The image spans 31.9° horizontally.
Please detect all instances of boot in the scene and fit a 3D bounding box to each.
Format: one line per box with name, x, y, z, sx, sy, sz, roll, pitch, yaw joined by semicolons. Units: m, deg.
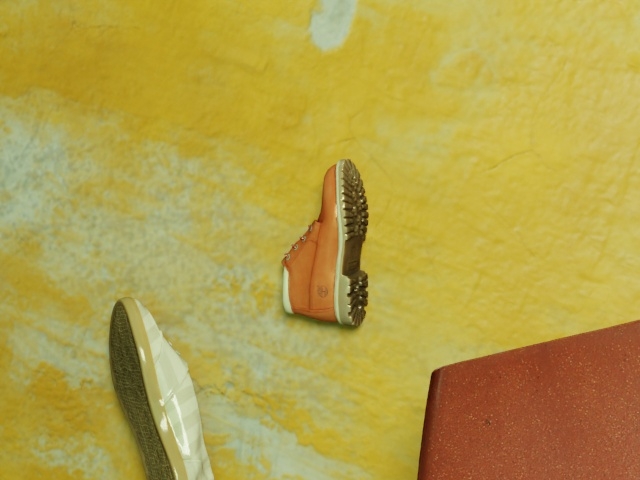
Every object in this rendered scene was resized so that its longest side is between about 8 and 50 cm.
boot;0.000;0.000;1.069;0.085;0.059;0.157;3;90;26

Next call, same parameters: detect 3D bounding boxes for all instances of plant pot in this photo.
plant pot;0.215;0.204;0.883;0.268;0.267;0.235;-17;71;20

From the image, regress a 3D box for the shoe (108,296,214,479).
shoe;-0.161;0.160;1.130;0.076;0.058;0.219;-33;70;49
